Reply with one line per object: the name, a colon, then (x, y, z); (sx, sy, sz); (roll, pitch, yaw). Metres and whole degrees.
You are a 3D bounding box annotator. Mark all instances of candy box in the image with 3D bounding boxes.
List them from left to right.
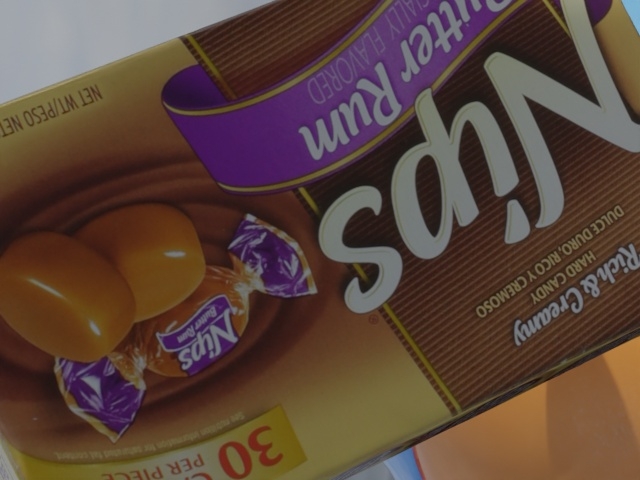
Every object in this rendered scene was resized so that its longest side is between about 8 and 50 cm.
candy box: (0.000, 0.000, 0.438); (0.109, 0.186, 0.053); (64, 161, 9)

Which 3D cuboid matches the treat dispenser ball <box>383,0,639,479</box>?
treat dispenser ball: (0.150, 0.013, 0.652); (0.288, 0.288, 0.288); (-169, 90, -87)
